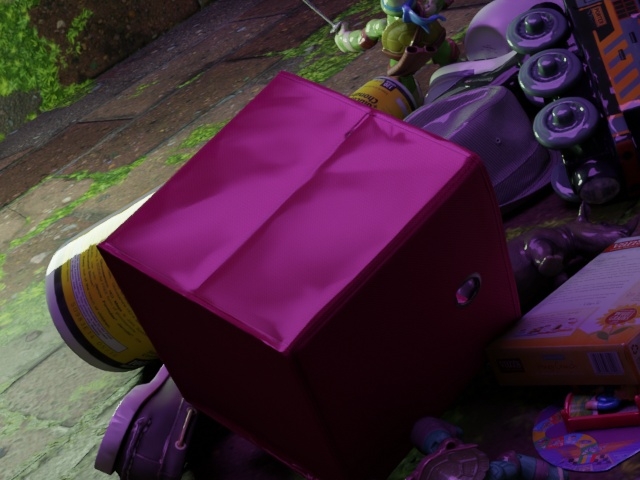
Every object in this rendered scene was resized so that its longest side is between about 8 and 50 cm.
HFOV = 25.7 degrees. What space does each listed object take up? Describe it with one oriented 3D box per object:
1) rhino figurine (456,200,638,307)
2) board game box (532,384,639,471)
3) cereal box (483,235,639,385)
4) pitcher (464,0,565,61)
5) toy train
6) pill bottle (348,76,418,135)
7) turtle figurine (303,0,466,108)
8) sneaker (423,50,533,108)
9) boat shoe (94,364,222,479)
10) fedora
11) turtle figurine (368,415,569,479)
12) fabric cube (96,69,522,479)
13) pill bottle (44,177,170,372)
[{"bbox_3d":[0.234,0.025,1.500,0.243,0.073,0.106,-27,24,-9],"label":"rhino figurine"},{"bbox_3d":[0.263,0.139,1.254,0.168,0.033,0.133,-28,22,-9],"label":"board game box"},{"bbox_3d":[0.293,0.060,1.337,0.240,0.047,0.173,-33,15,-36],"label":"cereal box"},{"bbox_3d":[0.335,-0.315,2.145,0.177,0.125,0.207,17,33,39],"label":"pitcher"},{"bbox_3d":[0.342,-0.186,1.694,0.190,0.142,0.334,-18,45,11],"label":"toy train"},{"bbox_3d":[0.055,-0.159,2.084,0.103,0.103,0.184,1,33,49],"label":"pill bottle"},{"bbox_3d":[0.127,-0.341,2.159,0.274,0.266,0.198,32,73,36],"label":"turtle figurine"},{"bbox_3d":[0.271,-0.205,1.992,0.283,0.107,0.124,-17,33,36],"label":"sneaker"},{"bbox_3d":[-0.146,0.182,1.522,0.091,0.109,0.305,23,21,7],"label":"boat shoe"},{"bbox_3d":[0.184,-0.114,1.809,0.275,0.124,0.243,-30,22,-13],"label":"fedora"},{"bbox_3d":[0.119,0.216,1.136,0.175,0.118,0.234,-31,16,-14],"label":"turtle figurine"},{"bbox_3d":[0.000,0.044,1.321,0.259,0.254,0.258,27,61,36],"label":"fabric cube"},{"bbox_3d":[-0.162,0.023,1.687,0.334,0.188,0.188,-27,16,37],"label":"pill bottle"}]
